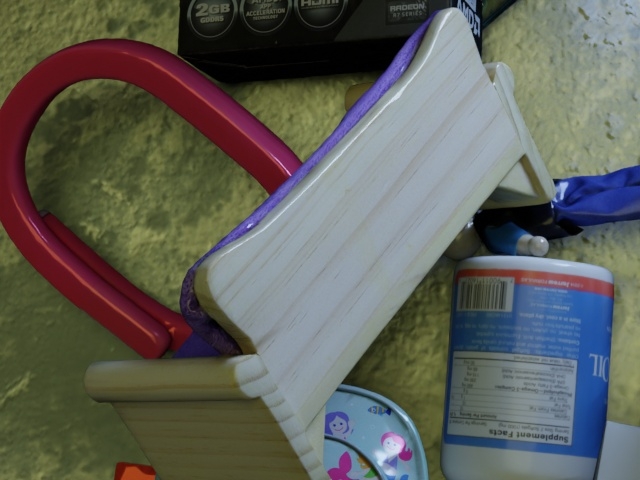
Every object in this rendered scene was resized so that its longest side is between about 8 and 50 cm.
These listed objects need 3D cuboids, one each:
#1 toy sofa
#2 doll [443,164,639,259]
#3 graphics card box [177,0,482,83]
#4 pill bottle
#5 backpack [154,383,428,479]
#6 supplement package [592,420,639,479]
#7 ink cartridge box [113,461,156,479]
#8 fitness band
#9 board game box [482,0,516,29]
[{"bbox_3d":[0.000,0.000,1.121,0.150,0.362,0.177,-6,123,43],"label":"toy sofa"},{"bbox_3d":[0.176,-0.021,1.245,0.189,0.129,0.046,-12,117,20],"label":"doll"},{"bbox_3d":[0.011,-0.319,1.296,0.233,0.094,0.371,-1,80,20],"label":"graphics card box"},{"bbox_3d":[0.154,0.128,1.219,0.124,0.124,0.221,4,84,10],"label":"pill bottle"},{"bbox_3d":[-0.022,0.227,1.188,0.225,0.191,0.253,1,60,8],"label":"backpack"},{"bbox_3d":[0.238,0.264,1.114,0.139,0.244,0.134,11,41,10],"label":"supplement package"},{"bbox_3d":[-0.097,0.302,1.273,0.189,0.066,0.232,6,87,10],"label":"ink cartridge box"},{"bbox_3d":[-0.127,-0.028,1.281,0.291,0.054,0.209,39,109,0],"label":"fitness band"},{"bbox_3d":[0.116,-0.240,1.326,0.186,0.026,0.126,-40,79,2],"label":"board game box"}]
